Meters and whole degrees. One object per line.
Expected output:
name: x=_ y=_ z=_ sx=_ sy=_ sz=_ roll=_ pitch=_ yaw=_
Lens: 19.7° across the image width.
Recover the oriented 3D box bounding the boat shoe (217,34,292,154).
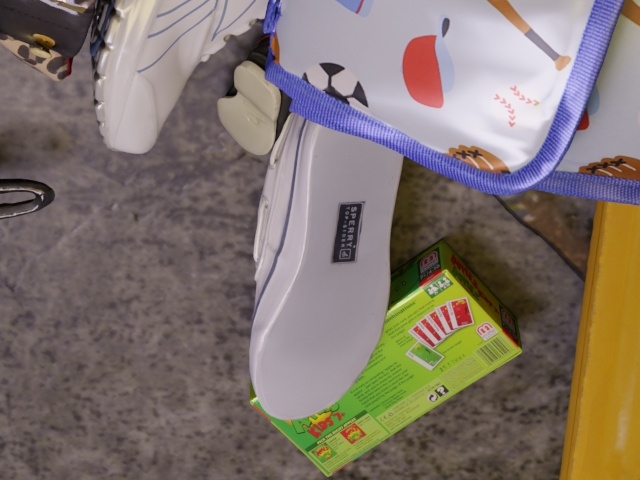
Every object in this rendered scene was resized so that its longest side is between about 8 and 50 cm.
boat shoe: x=-0.036 y=-0.094 z=1.206 sx=0.049 sy=0.042 sz=0.133 roll=43 pitch=160 yaw=4

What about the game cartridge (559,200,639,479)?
game cartridge: x=0.337 y=0.082 z=1.262 sx=0.324 sy=0.053 sz=0.285 roll=7 pitch=90 yaw=-6

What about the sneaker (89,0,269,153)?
sneaker: x=-0.064 y=-0.173 z=1.151 sx=0.129 sy=0.111 sz=0.297 roll=16 pitch=122 yaw=-16

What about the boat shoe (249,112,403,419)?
boat shoe: x=0.000 y=0.000 z=1.269 sx=0.095 sy=0.084 sz=0.258 roll=4 pitch=117 yaw=-24

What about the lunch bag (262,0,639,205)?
lunch bag: x=0.180 y=-0.196 z=1.050 sx=0.386 sy=0.239 sz=0.327 roll=10 pitch=121 yaw=-10

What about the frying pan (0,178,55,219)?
frying pan: x=-0.367 y=-0.041 z=1.259 sx=0.326 sy=0.053 sz=0.197 roll=-26 pitch=120 yaw=14

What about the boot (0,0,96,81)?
boot: x=-0.279 y=-0.160 z=1.094 sx=0.284 sy=0.138 sz=0.377 roll=19 pitch=114 yaw=-12

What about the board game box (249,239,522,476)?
board game box: x=0.046 y=0.088 z=1.347 sx=0.181 sy=0.043 sz=0.092 roll=-35 pitch=115 yaw=19
